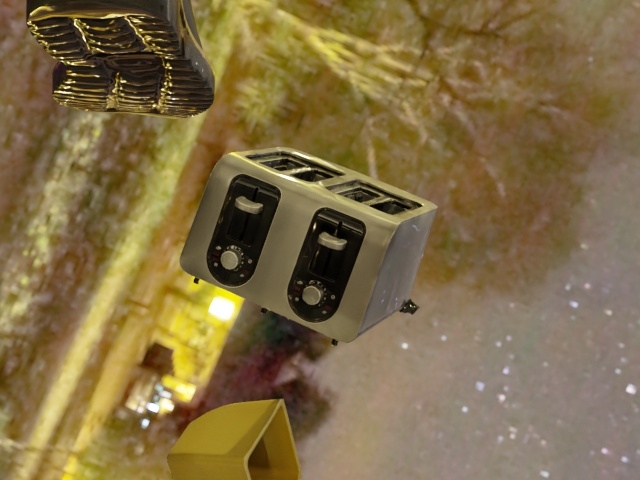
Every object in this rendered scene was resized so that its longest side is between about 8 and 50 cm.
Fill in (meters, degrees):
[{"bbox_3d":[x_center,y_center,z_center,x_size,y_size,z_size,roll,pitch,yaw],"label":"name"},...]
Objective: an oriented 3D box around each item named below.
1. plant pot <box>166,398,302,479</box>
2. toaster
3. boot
[{"bbox_3d":[-0.073,0.180,0.843,0.081,0.083,0.081,-54,138,-54],"label":"plant pot"},{"bbox_3d":[0.000,0.000,0.902,0.186,0.168,0.110,-19,130,-67],"label":"toaster"},{"bbox_3d":[-0.084,-0.136,0.470,0.198,0.077,0.137,142,-52,-78],"label":"boot"}]
